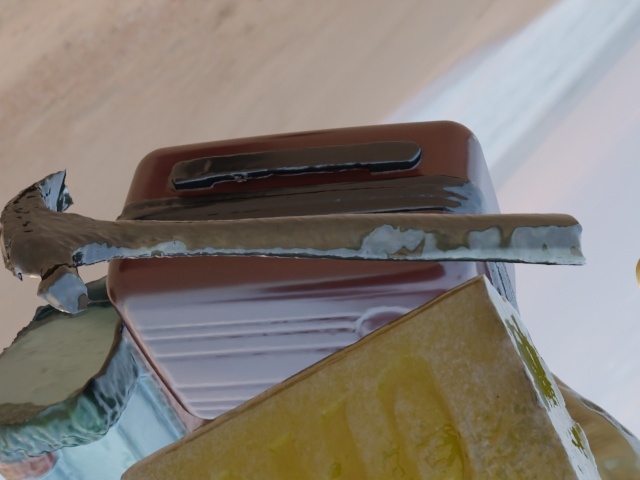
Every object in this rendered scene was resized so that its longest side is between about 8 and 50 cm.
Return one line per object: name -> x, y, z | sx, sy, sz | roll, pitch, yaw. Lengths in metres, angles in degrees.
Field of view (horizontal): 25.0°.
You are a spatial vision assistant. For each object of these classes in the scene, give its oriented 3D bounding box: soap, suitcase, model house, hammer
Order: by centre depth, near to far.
hammer -> 0.000, 0.001, 0.669 | 0.125, 0.297, 0.027 | -133, -132, -56
soap -> 0.023, 0.160, 0.870 | 0.274, 0.173, 0.089 | -31, 150, 13
suitcase -> 0.000, 0.029, 1.138 | 0.236, 0.297, 0.161 | 66, 26, -50
model house -> -0.185, 0.200, 1.430 | 0.184, 0.291, 0.253 | -24, -159, 25

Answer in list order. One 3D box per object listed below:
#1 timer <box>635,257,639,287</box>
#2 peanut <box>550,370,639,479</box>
timer -> 0.359, 0.045, 1.422 | 0.109, 0.107, 0.107 | -49, 177, -26
peanut -> 0.163, 0.191, 1.240 | 0.169, 0.192, 0.387 | -37, -145, -7
